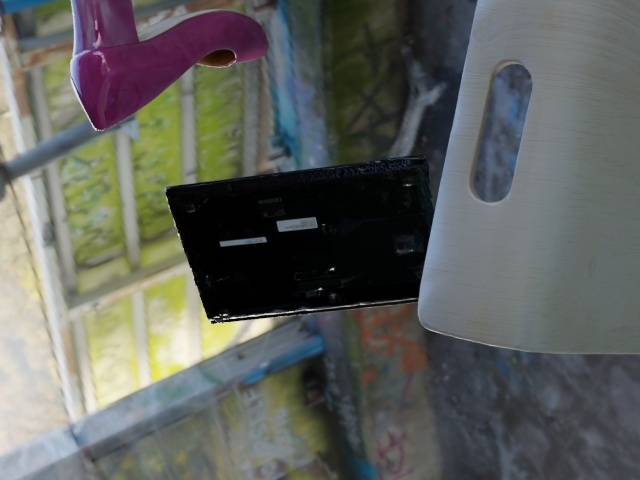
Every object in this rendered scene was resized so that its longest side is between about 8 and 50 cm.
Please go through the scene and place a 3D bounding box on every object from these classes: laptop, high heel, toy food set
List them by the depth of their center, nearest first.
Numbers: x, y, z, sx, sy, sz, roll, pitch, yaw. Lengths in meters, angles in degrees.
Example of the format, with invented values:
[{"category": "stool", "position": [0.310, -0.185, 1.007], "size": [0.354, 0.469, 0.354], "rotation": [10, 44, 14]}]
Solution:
[{"category": "toy food set", "position": [0.176, -0.046, 0.671], "size": [0.092, 0.306, 0.219], "rotation": [15, 95, 41]}, {"category": "high heel", "position": [-0.125, -0.151, 0.972], "size": [0.082, 0.244, 0.117], "rotation": [-8, 87, 30]}, {"category": "laptop", "position": [0.000, 0.000, 1.061], "size": [0.136, 0.234, 0.264], "rotation": [-89, -11, -49]}]
